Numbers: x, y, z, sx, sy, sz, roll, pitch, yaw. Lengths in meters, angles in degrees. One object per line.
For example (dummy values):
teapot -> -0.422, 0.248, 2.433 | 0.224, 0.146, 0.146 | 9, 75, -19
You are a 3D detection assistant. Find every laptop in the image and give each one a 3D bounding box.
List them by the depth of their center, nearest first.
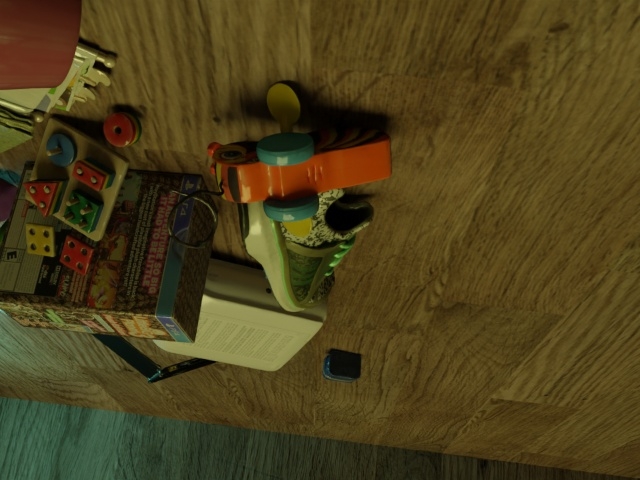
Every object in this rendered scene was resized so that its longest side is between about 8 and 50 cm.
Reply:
laptop -> -0.366, 0.199, 1.946 | 0.407, 0.236, 0.382 | -16, 173, -18

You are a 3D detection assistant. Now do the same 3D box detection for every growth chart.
growth chart -> -0.371, -0.210, 1.047 | 0.172, 0.021, 0.237 | 23, 153, -33

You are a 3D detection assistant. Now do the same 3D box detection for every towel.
towel -> -0.471, -0.162, 1.168 | 0.110, 0.027, 0.148 | 22, 160, -34

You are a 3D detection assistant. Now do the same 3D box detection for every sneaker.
sneaker -> 0.000, 0.000, 1.284 | 0.182, 0.158, 0.410 | -8, 158, 9

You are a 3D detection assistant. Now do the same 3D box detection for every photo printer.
photo printer -> -0.176, 0.150, 1.654 | 0.307, 0.107, 0.256 | 14, 141, -23

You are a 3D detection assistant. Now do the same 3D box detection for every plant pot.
plant pot -> -0.340, -0.227, 0.806 | 0.180, 0.201, 0.201 | 4, 163, -34

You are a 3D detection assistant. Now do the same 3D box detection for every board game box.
board game box -> -0.331, 0.020, 1.305 | 0.290, 0.232, 0.141 | 5, 158, 7

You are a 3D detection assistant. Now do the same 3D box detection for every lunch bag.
lunch bag -> 0.057, 0.320, 2.094 | 0.098, 0.067, 0.065 | 12, 157, -13

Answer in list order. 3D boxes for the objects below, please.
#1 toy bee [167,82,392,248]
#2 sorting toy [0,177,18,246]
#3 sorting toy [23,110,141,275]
toy bee -> -0.068, -0.101, 1.040 | 0.298, 0.195, 0.162 | 3, -160, -34
sorting toy -> -0.567, -0.014, 1.493 | 0.126, 0.127, 0.365 | 29, 154, 14
sorting toy -> -0.353, -0.074, 1.159 | 0.132, 0.275, 0.046 | 30, -156, 10
